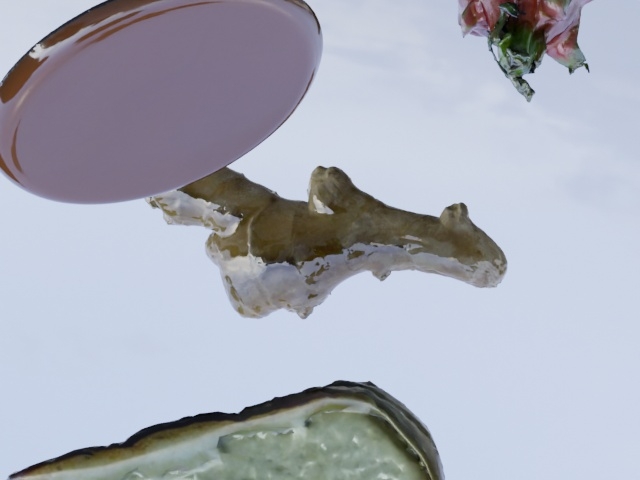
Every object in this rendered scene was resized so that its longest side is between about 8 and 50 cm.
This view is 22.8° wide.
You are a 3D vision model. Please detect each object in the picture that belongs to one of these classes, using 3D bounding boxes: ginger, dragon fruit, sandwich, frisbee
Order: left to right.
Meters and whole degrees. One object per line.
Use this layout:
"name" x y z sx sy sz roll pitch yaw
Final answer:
"frisbee" -0.113 -0.098 1.116 0.251 0.251 0.021 -4 -123 -36
"sandwich" -0.025 0.206 0.782 0.226 0.251 0.087 -19 166 3
"ginger" 0.000 0.000 1.413 0.333 0.148 0.081 3 178 6
"dragon fruit" 0.186 -0.213 1.417 0.137 0.135 0.236 6 -131 -21
